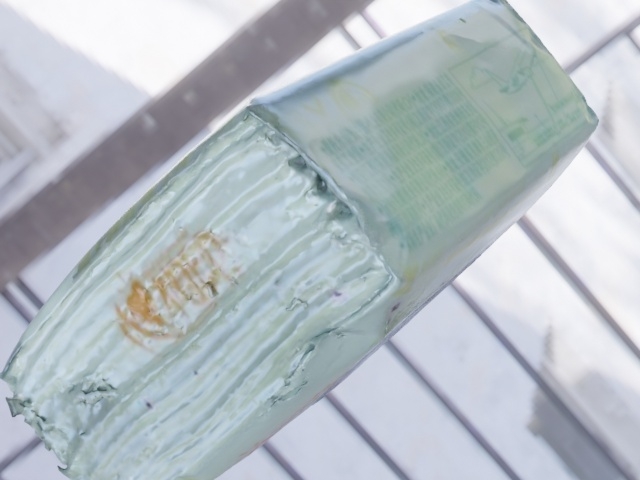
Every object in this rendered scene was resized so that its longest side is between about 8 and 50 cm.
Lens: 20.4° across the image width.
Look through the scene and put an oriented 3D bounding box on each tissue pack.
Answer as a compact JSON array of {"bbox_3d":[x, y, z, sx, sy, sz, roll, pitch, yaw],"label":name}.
[{"bbox_3d":[0.000,0.000,1.190,0.287,0.162,0.388,-44,-6,30],"label":"tissue pack"}]
